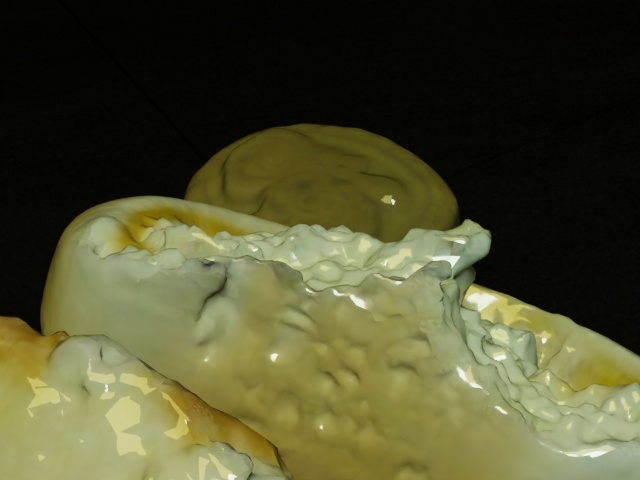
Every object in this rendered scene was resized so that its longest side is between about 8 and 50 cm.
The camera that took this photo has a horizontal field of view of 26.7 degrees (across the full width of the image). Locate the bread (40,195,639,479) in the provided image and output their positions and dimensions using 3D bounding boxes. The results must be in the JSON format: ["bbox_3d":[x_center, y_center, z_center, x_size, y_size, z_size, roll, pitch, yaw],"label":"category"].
[{"bbox_3d":[0.028,0.114,0.802,0.424,0.329,0.245,20,82,10],"label":"bread"}]

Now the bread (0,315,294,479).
[{"bbox_3d":[-0.139,0.241,0.628,0.371,0.390,0.279,15,57,24],"label":"bread"}]

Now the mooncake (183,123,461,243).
[{"bbox_3d":[0.000,0.000,1.079,0.235,0.117,0.234,-7,41,6],"label":"mooncake"}]
